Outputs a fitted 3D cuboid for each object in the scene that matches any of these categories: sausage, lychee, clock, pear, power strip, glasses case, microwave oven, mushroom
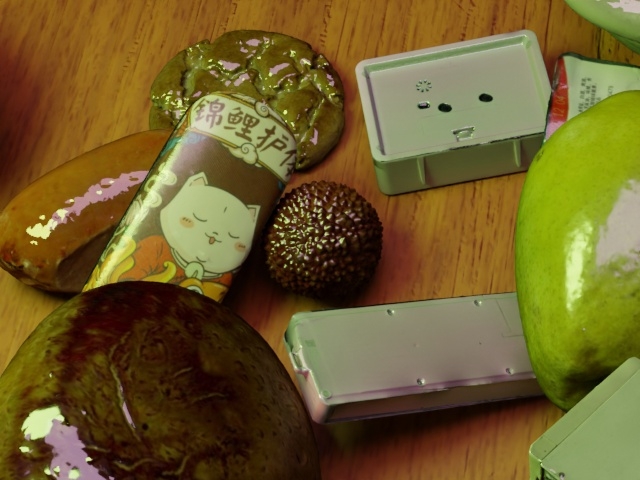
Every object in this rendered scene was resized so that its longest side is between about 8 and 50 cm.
[{"bbox_3d":[-0.213,-0.034,1.950,0.258,0.133,0.133,-25,53,-9],"label":"sausage"},{"bbox_3d":[0.000,0.004,1.891,0.123,0.123,0.129,2,28,10],"label":"lychee"},{"bbox_3d":[0.145,-0.133,2.008,0.197,0.063,0.150,-11,52,1],"label":"clock"},{"bbox_3d":[0.296,0.014,1.752,0.252,0.253,0.307,10,56,16],"label":"pear"},{"bbox_3d":[0.099,0.107,1.792,0.278,0.037,0.109,-5,50,-22],"label":"power strip"},{"bbox_3d":[-0.137,0.004,1.864,0.122,0.082,0.321,30,86,-11],"label":"glasses case"},{"bbox_3d":[0.279,0.250,1.584,0.145,0.240,0.194,-36,57,-19],"label":"microwave oven"},{"bbox_3d":[-0.147,0.196,1.685,0.345,0.239,0.345,3,74,-11],"label":"mushroom"}]

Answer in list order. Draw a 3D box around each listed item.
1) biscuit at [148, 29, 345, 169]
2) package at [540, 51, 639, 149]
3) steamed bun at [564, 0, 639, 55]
[{"bbox_3d":[-0.082,-0.146,2.067,0.225,0.042,0.226,-3,53,5],"label":"biscuit"},{"bbox_3d":[0.342,-0.107,1.927,0.232,0.040,0.166,8,59,8],"label":"package"},{"bbox_3d":[0.410,-0.350,2.017,0.342,0.255,0.368,16,83,4],"label":"steamed bun"}]
